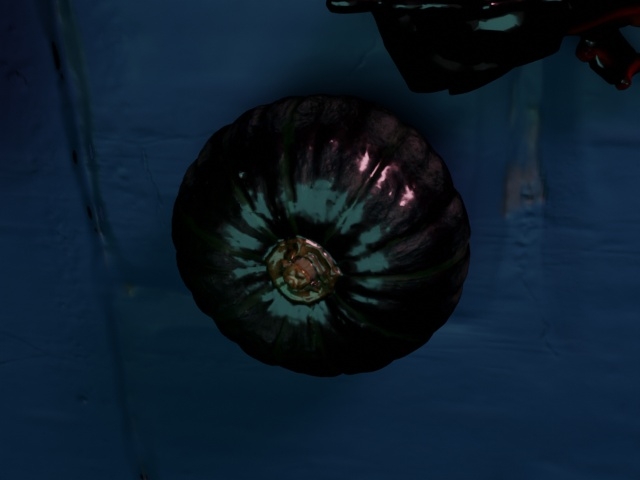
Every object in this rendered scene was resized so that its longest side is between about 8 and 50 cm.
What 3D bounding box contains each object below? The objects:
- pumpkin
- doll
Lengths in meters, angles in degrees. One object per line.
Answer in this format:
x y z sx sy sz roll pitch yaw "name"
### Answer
0.000 0.000 0.530 0.202 0.140 0.202 4 115 8 "pumpkin"
0.128 -0.148 0.466 0.248 0.088 0.127 -6 93 6 "doll"
